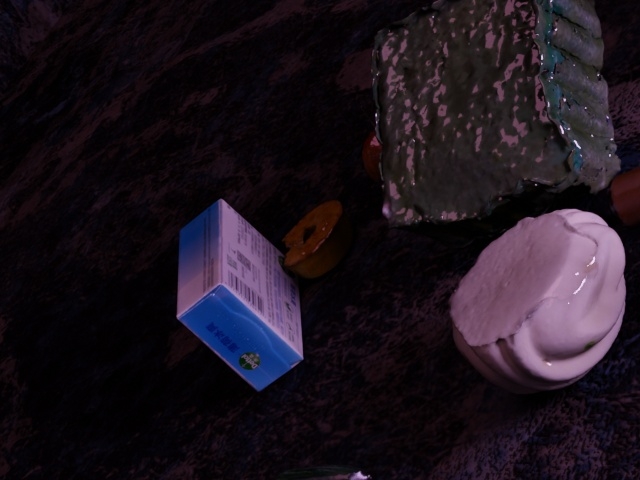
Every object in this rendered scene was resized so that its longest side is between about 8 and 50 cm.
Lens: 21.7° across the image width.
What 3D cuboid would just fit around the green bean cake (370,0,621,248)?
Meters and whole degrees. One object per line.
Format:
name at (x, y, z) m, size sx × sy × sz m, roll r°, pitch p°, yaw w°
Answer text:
green bean cake at (0.178, -0.133, 1.731) m, size 0.241 × 0.132 × 0.255 m, roll -22°, pitch 64°, yaw 35°

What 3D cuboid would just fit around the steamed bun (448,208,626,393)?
steamed bun at (0.203, 0.060, 1.505) m, size 0.183 × 0.106 × 0.183 m, roll -39°, pitch 24°, yaw 21°

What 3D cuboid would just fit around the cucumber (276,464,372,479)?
cucumber at (0.008, 0.238, 1.599) m, size 0.105 × 0.048 × 0.048 m, roll -14°, pitch 39°, yaw 45°

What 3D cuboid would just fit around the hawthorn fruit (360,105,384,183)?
hawthorn fruit at (0.073, -0.117, 1.978) m, size 0.067 × 0.103 × 0.067 m, roll -25°, pitch 13°, yaw 6°

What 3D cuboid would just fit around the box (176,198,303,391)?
box at (-0.092, 0.059, 1.910) m, size 0.073 × 0.139 × 0.194 m, roll -38°, pitch 26°, yaw 17°

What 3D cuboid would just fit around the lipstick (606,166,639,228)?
lipstick at (0.412, -0.089, 1.472) m, size 0.357 × 0.057 × 0.057 m, roll -22°, pitch 33°, yaw 37°

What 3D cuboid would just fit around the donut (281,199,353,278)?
donut at (0.000, 0.000, 1.976) m, size 0.097 × 0.043 × 0.108 m, roll -35°, pitch 26°, yaw 21°
